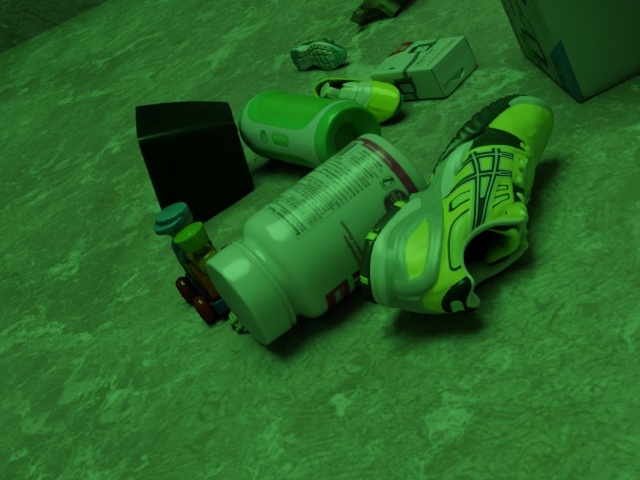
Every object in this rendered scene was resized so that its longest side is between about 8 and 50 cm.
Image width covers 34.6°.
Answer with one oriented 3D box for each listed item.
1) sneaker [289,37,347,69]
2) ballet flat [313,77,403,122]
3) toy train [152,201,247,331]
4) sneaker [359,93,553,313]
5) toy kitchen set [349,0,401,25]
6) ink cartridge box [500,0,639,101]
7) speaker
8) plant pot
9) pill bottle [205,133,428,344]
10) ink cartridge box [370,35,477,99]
[{"bbox_3d":[0.007,-0.398,2.141,0.076,0.065,0.166,-39,30,-26],"label":"sneaker"},{"bbox_3d":[0.056,-0.253,1.813,0.231,0.077,0.077,25,98,61],"label":"ballet flat"},{"bbox_3d":[-0.154,0.036,1.457,0.105,0.143,0.248,-36,27,-11],"label":"toy train"},{"bbox_3d":[0.207,-0.038,1.283,0.147,0.145,0.384,20,54,31],"label":"sneaker"},{"bbox_3d":[0.114,-0.482,2.213,0.068,0.075,0.083,-51,-6,-41],"label":"toy kitchen set"},{"bbox_3d":[0.402,-0.377,1.570,0.197,0.198,0.270,-27,26,5],"label":"ink cartridge box"},{"bbox_3d":[-0.024,-0.185,1.733,0.131,0.131,0.296,-39,28,-19],"label":"speaker"},{"bbox_3d":[-0.218,-0.147,1.813,0.167,0.187,0.188,-17,27,-4],"label":"plant pot"},{"bbox_3d":[0.000,0.000,1.353,0.283,0.160,0.160,-37,28,-14],"label":"pill bottle"},{"bbox_3d":[0.181,-0.300,1.799,0.150,0.063,0.109,4,42,48],"label":"ink cartridge box"}]
